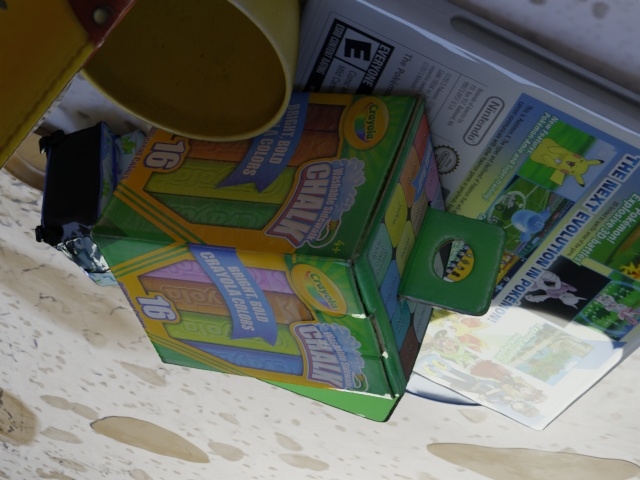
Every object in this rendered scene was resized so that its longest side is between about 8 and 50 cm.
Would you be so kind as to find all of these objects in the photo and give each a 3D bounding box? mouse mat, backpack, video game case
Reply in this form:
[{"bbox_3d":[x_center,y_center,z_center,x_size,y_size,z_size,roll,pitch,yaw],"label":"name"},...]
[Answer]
[{"bbox_3d":[-0.010,0.119,1.063,0.190,0.007,0.152,21,149,1],"label":"mouse mat"},{"bbox_3d":[-0.154,-0.022,0.834,0.084,0.105,0.114,-10,150,8],"label":"backpack"},{"bbox_3d":[0.091,-0.007,0.744,0.300,0.036,0.329,25,143,-2],"label":"video game case"}]

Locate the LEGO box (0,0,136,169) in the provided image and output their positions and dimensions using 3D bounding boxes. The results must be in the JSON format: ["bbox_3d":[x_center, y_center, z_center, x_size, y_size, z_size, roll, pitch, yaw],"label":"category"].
[{"bbox_3d":[-0.335,-0.216,0.401,0.500,0.193,0.372,40,175,-30],"label":"LEGO box"}]

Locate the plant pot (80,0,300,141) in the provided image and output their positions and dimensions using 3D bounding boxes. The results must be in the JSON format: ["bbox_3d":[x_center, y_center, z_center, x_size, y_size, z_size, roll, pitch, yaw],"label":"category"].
[{"bbox_3d":[-0.066,-0.134,0.614,0.134,0.095,0.134,14,148,9],"label":"plant pot"}]

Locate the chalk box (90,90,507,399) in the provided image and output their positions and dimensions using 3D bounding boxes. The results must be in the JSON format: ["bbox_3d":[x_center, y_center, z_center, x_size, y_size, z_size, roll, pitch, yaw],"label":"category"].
[{"bbox_3d":[0.000,0.000,0.660,0.213,0.132,0.132,5,140,22],"label":"chalk box"}]

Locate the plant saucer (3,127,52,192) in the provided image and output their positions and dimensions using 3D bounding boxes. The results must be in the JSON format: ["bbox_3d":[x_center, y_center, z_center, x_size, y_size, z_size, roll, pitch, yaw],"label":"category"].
[{"bbox_3d":[-0.223,-0.066,0.887,0.083,0.015,0.083,14,148,9],"label":"plant saucer"}]

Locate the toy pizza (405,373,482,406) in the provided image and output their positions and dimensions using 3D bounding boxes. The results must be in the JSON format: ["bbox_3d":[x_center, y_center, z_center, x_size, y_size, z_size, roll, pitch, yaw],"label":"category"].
[{"bbox_3d":[0.094,0.068,0.895,0.201,0.032,0.201,15,144,12],"label":"toy pizza"}]
